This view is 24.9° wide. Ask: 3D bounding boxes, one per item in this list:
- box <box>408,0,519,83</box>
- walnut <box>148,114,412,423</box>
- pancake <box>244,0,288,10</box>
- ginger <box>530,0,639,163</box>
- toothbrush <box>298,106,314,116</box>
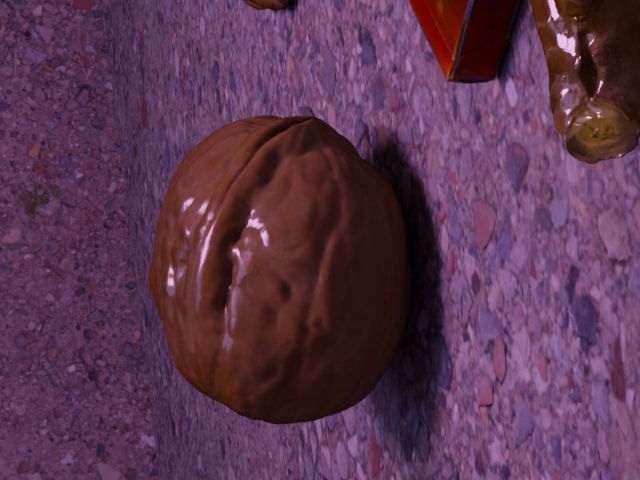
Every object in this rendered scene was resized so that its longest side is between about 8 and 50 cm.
[{"bbox_3d":[0.126,-0.230,1.185,0.175,0.048,0.112,103,154,-47],"label":"box"},{"bbox_3d":[-0.039,0.026,1.481,0.277,0.252,0.313,-138,55,-67],"label":"walnut"},{"bbox_3d":[-0.082,-0.371,1.853,0.257,0.056,0.212,120,142,-64],"label":"pancake"},{"bbox_3d":[0.178,-0.159,0.967,0.115,0.081,0.206,106,156,-56],"label":"ginger"},{"bbox_3d":[0.006,-0.112,1.704,0.194,0.014,0.017,-118,27,-54],"label":"toothbrush"}]
